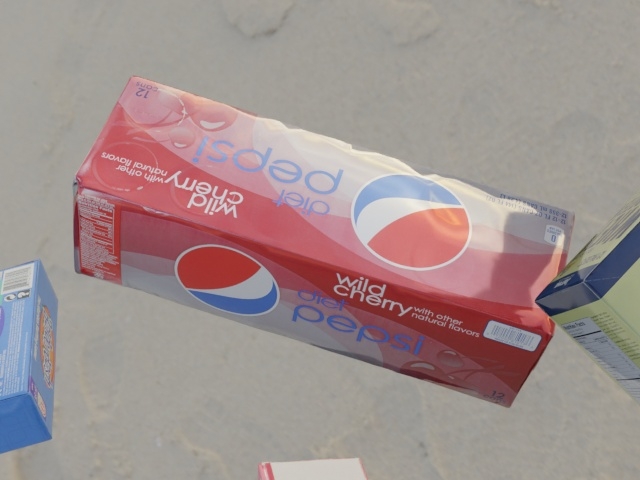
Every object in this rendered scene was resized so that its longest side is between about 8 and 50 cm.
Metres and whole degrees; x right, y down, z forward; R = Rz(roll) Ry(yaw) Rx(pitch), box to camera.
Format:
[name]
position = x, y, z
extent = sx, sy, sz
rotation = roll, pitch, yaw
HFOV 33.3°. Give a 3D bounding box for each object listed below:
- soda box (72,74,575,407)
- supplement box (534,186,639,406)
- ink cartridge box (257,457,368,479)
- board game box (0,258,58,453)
[soda box]
position = 0.000, 0.000, 0.599
extent = 0.263, 0.083, 0.092
rotation = 17, 53, 3
[supplement box]
position = 0.141, 0.020, 0.389
extent = 0.083, 0.056, 0.083
rotation = 45, 78, 3
[ink cartridge box]
position = 0.001, 0.306, 0.848
extent = 0.092, 0.217, 0.158
rotation = -1, 25, -12
[board game box]
position = -0.294, 0.100, 0.753
extent = 0.210, 0.047, 0.160
rotation = -15, 34, -1
